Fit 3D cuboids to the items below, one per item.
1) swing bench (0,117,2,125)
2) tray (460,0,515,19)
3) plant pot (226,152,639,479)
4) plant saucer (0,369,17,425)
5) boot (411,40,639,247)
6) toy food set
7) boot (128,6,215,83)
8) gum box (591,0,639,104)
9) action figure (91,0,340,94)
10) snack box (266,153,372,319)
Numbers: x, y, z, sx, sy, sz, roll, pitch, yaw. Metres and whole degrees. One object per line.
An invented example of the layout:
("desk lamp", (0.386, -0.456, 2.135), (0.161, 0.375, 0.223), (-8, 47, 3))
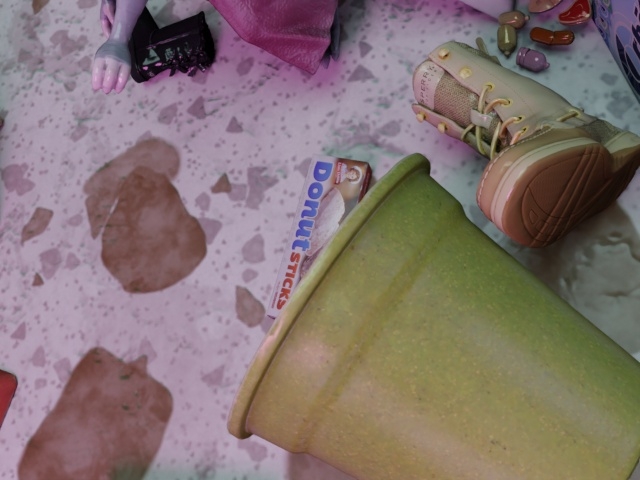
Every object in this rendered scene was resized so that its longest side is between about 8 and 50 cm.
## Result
("swing bench", (-0.545, -0.097, 0.880), (0.253, 0.254, 0.165), (-11, 70, 13))
("tray", (0.101, -0.336, 0.791), (0.270, 0.030, 0.145), (18, 76, -20))
("plant pot", (0.110, 0.112, 0.630), (0.254, 0.276, 0.276), (33, 85, 12))
("plant saucer", (-0.495, 0.236, 0.871), (0.258, 0.048, 0.259), (14, 77, 20))
("boot", (0.152, -0.096, 0.682), (0.203, 0.262, 0.095), (38, 123, 25))
("toy food set", (0.224, -0.214, 0.800), (0.122, 0.019, 0.078), (-31, 71, 24))
("boot", (-0.181, -0.247, 0.932), (0.099, 0.045, 0.121), (-15, 73, 12))
("gum box", (0.301, -0.182, 0.702), (0.041, 0.157, 0.184), (-23, 67, 8))
("action figure", (-0.133, -0.290, 0.757), (0.248, 0.370, 0.275), (48, 123, 47))
("snack box", (0.000, 0.000, 0.808), (0.064, 0.022, 0.178), (11, 77, 21))
